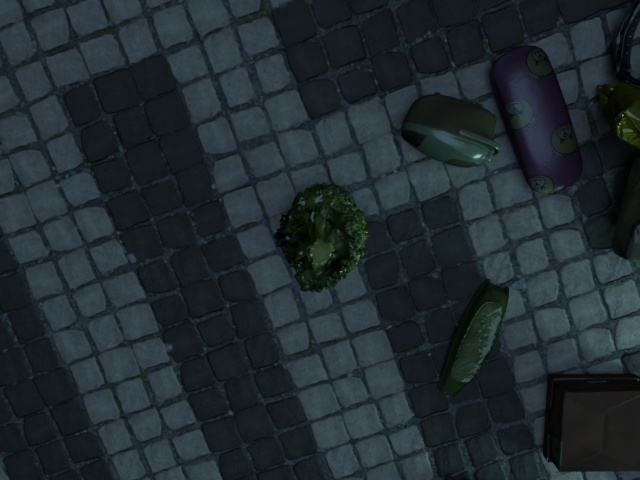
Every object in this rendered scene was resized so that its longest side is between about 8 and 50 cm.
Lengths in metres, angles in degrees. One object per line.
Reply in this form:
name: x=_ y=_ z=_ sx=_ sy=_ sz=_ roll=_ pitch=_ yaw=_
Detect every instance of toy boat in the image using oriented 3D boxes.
toy boat: x=0.355 y=0.235 z=1.274 sx=0.093 sy=0.055 sz=0.293 roll=22 pitch=99 yaw=0

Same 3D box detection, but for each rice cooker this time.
rice cooker: x=0.273 y=-0.228 z=1.156 sx=0.206 sy=0.145 sz=0.127 roll=13 pitch=89 yaw=-4

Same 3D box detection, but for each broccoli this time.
broccoli: x=0.000 y=0.000 z=1.182 sx=0.198 sy=0.176 sz=0.226 roll=29 pitch=84 yaw=1

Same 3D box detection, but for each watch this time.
watch: x=0.690 y=-0.404 z=1.111 sx=0.193 sy=0.068 sz=0.206 roll=55 pitch=130 yaw=30

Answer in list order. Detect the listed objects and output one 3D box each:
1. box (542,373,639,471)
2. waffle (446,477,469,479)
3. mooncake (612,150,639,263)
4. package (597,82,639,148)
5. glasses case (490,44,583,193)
box: x=0.643 y=0.425 z=1.287 sx=0.215 sy=0.086 sz=0.215 roll=0 pitch=100 yaw=0
waffle: x=0.371 y=0.708 z=1.353 sx=0.261 sy=0.056 sz=0.250 roll=23 pitch=99 yaw=-1
mooncake: x=0.769 y=-0.058 z=1.180 sx=0.254 sy=0.136 sz=0.250 roll=15 pitch=98 yaw=5
package: x=0.651 y=-0.246 z=1.122 sx=0.168 sy=0.226 sz=0.090 roll=26 pitch=128 yaw=-1
glasses case: x=0.462 y=-0.255 z=1.181 sx=0.123 sy=0.076 sz=0.316 roll=-21 pitch=98 yaw=5
